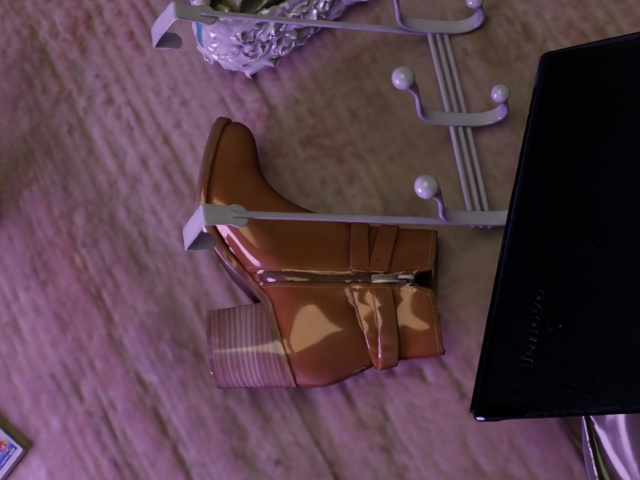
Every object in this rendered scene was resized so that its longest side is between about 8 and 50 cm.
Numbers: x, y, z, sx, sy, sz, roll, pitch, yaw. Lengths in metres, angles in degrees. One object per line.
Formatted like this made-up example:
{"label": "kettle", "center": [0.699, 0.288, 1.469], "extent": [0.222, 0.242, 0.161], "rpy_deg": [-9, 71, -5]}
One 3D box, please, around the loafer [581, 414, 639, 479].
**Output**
{"label": "loafer", "center": [0.261, 0.141, 1.260], "extent": [0.094, 0.087, 0.251], "rpy_deg": [-16, 70, 12]}

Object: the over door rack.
{"label": "over door rack", "center": [0.023, -0.122, 1.330], "extent": [0.324, 0.108, 0.239], "rpy_deg": [-4, 64, -13]}

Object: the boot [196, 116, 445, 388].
{"label": "boot", "center": [0.000, 0.000, 1.376], "extent": [0.220, 0.109, 0.283], "rpy_deg": [-9, 61, 7]}

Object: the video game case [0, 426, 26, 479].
{"label": "video game case", "center": [-0.364, 0.209, 1.472], "extent": [0.122, 0.011, 0.087], "rpy_deg": [36, 87, 23]}

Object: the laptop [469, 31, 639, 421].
{"label": "laptop", "center": [0.387, 0.013, 1.218], "extent": [0.408, 0.236, 0.381], "rpy_deg": [22, 61, -12]}

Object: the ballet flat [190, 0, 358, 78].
{"label": "ballet flat", "center": [0.036, -0.317, 1.440], "extent": [0.409, 0.147, 0.147], "rpy_deg": [-41, 67, 1]}
